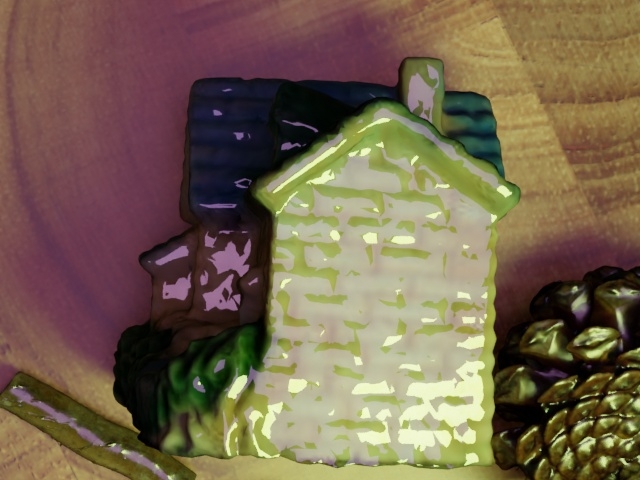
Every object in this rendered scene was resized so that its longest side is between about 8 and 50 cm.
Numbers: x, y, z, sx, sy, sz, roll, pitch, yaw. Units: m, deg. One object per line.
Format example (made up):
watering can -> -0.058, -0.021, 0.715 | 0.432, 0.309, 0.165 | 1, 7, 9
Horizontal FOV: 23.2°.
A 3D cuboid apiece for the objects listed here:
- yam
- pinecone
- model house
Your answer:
yam -> -0.246, 0.220, 1.725 | 0.241, 0.057, 0.057 | 31, 87, -7
pinecone -> 0.306, 0.159, 1.677 | 0.242, 0.296, 0.298 | 27, 121, 5
model house -> 0.000, 0.000, 1.561 | 0.395, 0.445, 0.400 | 6, 91, -5
